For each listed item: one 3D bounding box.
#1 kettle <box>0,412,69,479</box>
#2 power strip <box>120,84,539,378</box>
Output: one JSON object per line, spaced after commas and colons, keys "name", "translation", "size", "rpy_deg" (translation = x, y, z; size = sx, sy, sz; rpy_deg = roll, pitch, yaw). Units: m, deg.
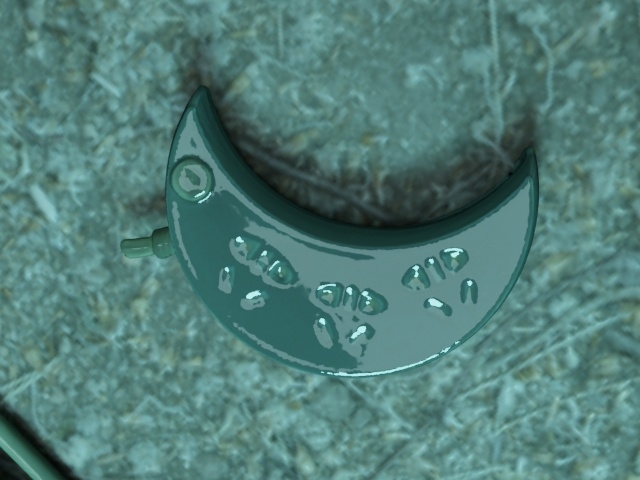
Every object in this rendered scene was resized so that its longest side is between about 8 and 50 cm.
{"name": "kettle", "translation": [-0.263, 0.187, 0.676], "size": [0.148, 0.127, 0.098], "rpy_deg": [44, 137, -6]}
{"name": "power strip", "translation": [0.000, 0.000, 0.603], "size": [0.253, 0.054, 0.168], "rpy_deg": [9, 104, 5]}
